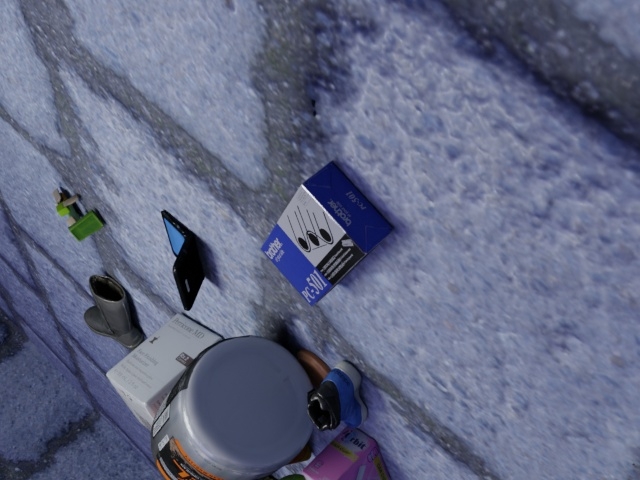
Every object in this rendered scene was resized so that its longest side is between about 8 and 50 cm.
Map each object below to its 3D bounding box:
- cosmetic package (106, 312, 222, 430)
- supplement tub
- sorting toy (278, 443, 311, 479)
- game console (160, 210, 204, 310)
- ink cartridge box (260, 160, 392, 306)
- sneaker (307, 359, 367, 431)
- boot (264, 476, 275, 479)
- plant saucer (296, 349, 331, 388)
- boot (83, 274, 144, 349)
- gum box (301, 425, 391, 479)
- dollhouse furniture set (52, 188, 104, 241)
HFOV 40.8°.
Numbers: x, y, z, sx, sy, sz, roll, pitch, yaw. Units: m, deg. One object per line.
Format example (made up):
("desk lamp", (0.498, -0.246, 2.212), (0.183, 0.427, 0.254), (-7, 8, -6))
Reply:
("cosmetic package", (-0.262, 0.264, 1.601), (0.151, 0.184, 0.151), (21, 145, 46))
("supplement tub", (-0.152, 0.294, 1.362), (0.207, 0.207, 0.338), (47, 149, 5))
("sorting toy", (-0.026, 0.457, 1.474), (0.126, 0.127, 0.365), (39, -158, -44))
("game console", (-0.229, 0.033, 1.356), (0.071, 0.107, 0.122), (11, 145, 11))
("ink cartridge box", (0.000, 0.000, 0.952), (0.097, 0.046, 0.207), (48, 156, 4))
("sneaker", (0.019, 0.240, 1.218), (0.058, 0.084, 0.152), (36, 153, 27))
("boot", (-0.087, 0.662, 2.003), (0.236, 0.089, 0.269), (12, 138, 53))
("plant saucer", (-0.006, 0.199, 1.288), (0.083, 0.013, 0.083), (37, 152, 24))
("boot", (-0.492, 0.151, 1.954), (0.190, 0.076, 0.208), (20, 152, 23))
("gum box", (0.054, 0.396, 1.358), (0.062, 0.107, 0.188), (24, 146, 43))
("dollhouse furniture set", (-0.473, -0.059, 1.683), (0.076, 0.059, 0.151), (57, 175, -34))
